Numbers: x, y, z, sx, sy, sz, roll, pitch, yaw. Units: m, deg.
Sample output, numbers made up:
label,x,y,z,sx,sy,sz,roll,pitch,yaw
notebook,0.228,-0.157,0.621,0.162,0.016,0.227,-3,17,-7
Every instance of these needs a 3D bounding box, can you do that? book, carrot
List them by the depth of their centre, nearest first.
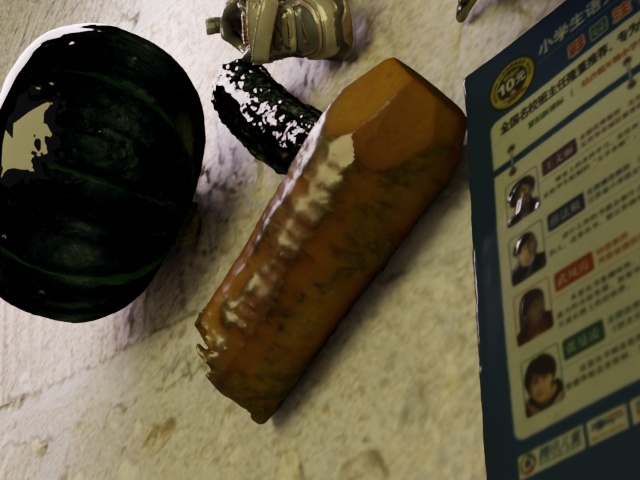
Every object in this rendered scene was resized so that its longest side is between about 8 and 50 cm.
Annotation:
label,x,y,z,sx,sy,sz,roll,pitch,yaw
book,0.206,-0.026,0.692,0.300,0.039,0.428,-36,37,38
carrot,0.000,0.000,0.931,0.302,0.114,0.114,-55,29,12

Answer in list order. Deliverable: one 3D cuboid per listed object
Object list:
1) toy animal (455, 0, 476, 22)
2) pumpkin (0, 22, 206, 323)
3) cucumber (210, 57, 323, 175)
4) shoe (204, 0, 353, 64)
label,x,y,z,sx,sy,sz,roll,pitch,yaw
toy animal,0.130,-0.245,0.961,0.137,0.098,0.098,-45,32,36
pumpkin,-0.235,-0.062,1.240,0.315,0.238,0.315,-160,90,-83
cucumber,-0.039,-0.109,1.124,0.081,0.072,0.303,-24,27,-10
shoe,-0.043,-0.222,1.180,0.180,0.092,0.089,23,123,55
